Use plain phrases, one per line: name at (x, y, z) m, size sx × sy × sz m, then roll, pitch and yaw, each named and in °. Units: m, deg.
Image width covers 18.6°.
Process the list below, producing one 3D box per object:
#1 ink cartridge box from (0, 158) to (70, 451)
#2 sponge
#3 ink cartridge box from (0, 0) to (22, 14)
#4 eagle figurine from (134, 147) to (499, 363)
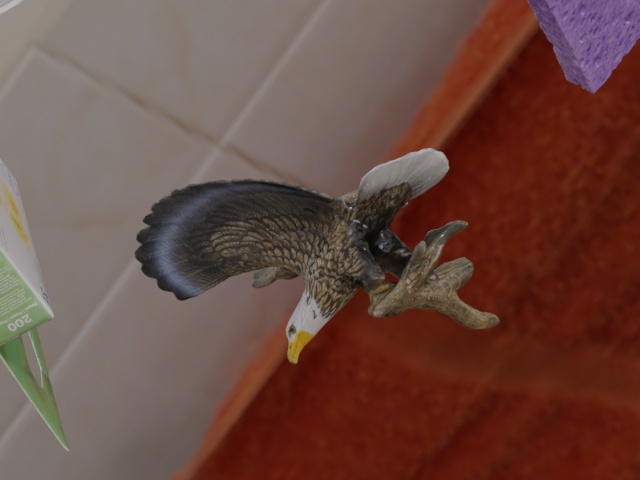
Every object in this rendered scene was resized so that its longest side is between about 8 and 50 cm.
ink cartridge box at (-0.226, 0.016, 1.387) m, size 0.235 × 0.056 × 0.171 m, roll 58°, pitch 4°, yaw -40°
sponge at (0.207, -0.208, 1.478) m, size 0.031 × 0.117 × 0.210 m, roll 35°, pitch -8°, yaw 32°
ink cartridge box at (-0.250, -0.282, 1.130) m, size 0.131 × 0.306 × 0.226 m, roll 23°, pitch 44°, yaw 33°
eagle figurine at (-0.007, 0.009, 1.907) m, size 0.298 × 0.225 × 0.226 m, roll 25°, pitch -30°, yaw 40°
